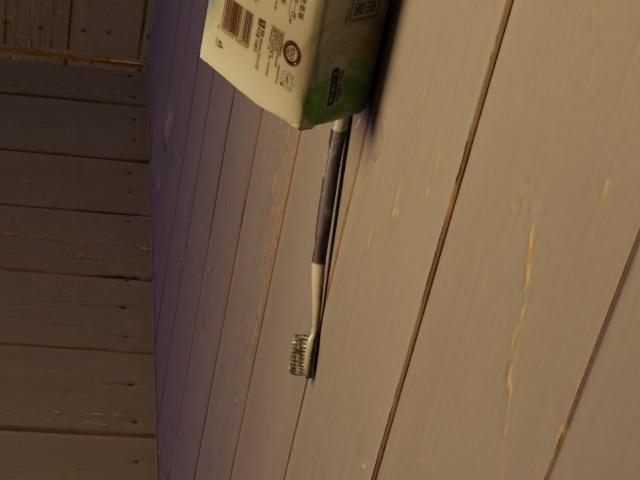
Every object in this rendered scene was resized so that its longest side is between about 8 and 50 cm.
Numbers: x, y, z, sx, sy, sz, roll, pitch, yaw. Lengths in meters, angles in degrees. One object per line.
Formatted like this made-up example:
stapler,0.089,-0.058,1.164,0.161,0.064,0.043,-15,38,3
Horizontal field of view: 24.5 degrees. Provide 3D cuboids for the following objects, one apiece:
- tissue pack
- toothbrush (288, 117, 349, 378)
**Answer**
tissue pack,0.003,-0.241,1.314,0.159,0.145,0.229,38,131,37
toothbrush,0.000,0.000,1.447,0.024,0.026,0.288,-112,29,-71
